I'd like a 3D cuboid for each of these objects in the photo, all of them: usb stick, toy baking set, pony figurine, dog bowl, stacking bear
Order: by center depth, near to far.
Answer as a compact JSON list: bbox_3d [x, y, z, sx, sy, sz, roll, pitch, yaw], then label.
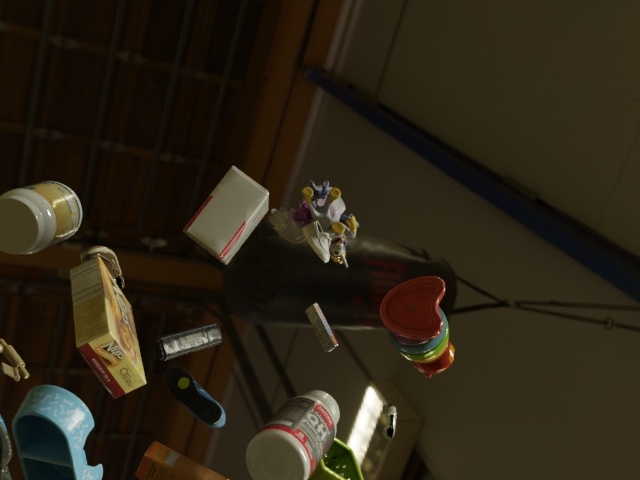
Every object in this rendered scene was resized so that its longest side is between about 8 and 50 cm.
[{"bbox_3d":[-0.575,0.454,1.496,0.074,0.165,0.297,-62,156,-59],"label":"dog bowl"},{"bbox_3d":[0.267,0.247,1.784,0.164,0.289,0.175,-5,-130,21],"label":"stacking bear"},{"bbox_3d":[-0.892,0.282,1.872,0.030,0.197,0.256,-45,-123,-10],"label":"toy baking set"},{"bbox_3d":[-0.425,0.327,2.239,0.045,0.278,0.077,-21,-97,33],"label":"usb stick"},{"bbox_3d":[0.004,-0.083,2.638,0.351,0.302,0.363,50,-16,18],"label":"pony figurine"}]

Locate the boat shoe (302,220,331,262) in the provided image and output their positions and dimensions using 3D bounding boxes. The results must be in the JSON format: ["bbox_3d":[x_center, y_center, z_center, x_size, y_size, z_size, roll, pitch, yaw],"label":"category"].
[{"bbox_3d":[0.000,0.000,2.070,0.063,0.066,0.184,-36,-151,4],"label":"boat shoe"}]

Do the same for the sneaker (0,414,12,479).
[{"bbox_3d":[-0.986,0.632,2.019,0.125,0.139,0.341,38,-52,46],"label":"sneaker"}]

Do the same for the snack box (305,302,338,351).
[{"bbox_3d":[0.004,0.327,2.580,0.064,0.022,0.178,-43,-110,45],"label":"snack box"}]

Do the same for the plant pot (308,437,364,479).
[{"bbox_3d":[-0.007,0.809,2.369,0.207,0.228,0.227,-45,-154,11],"label":"plant pot"}]

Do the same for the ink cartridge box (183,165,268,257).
[{"bbox_3d":[-0.199,-0.048,1.507,0.172,0.100,0.237,-53,180,-7],"label":"ink cartridge box"}]

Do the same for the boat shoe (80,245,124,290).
[{"bbox_3d":[-0.657,0.097,2.120,0.257,0.095,0.095,82,-17,-70],"label":"boat shoe"}]

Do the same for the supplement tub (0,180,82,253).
[{"bbox_3d":[-0.636,-0.051,1.533,0.200,0.144,0.144,-67,172,-77],"label":"supplement tub"}]

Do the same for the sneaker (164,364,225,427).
[{"bbox_3d":[-0.328,0.413,1.799,0.209,0.069,0.082,39,-19,20],"label":"sneaker"}]

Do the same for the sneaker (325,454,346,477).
[{"bbox_3d":[-0.018,0.878,2.666,0.099,0.262,0.121,-134,-151,-79],"label":"sneaker"}]

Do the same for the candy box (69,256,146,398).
[{"bbox_3d":[-0.511,0.200,1.646,0.316,0.087,0.183,55,-12,53],"label":"candy box"}]

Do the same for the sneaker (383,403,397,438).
[{"bbox_3d":[0.221,0.566,2.149,0.044,0.040,0.109,136,-41,-82],"label":"sneaker"}]

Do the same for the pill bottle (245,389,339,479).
[{"bbox_3d":[-0.060,0.533,1.881,0.318,0.176,0.176,-32,143,-66],"label":"pill bottle"}]

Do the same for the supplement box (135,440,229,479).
[{"bbox_3d":[-0.362,0.626,1.815,0.078,0.233,0.080,-64,180,15],"label":"supplement box"}]
